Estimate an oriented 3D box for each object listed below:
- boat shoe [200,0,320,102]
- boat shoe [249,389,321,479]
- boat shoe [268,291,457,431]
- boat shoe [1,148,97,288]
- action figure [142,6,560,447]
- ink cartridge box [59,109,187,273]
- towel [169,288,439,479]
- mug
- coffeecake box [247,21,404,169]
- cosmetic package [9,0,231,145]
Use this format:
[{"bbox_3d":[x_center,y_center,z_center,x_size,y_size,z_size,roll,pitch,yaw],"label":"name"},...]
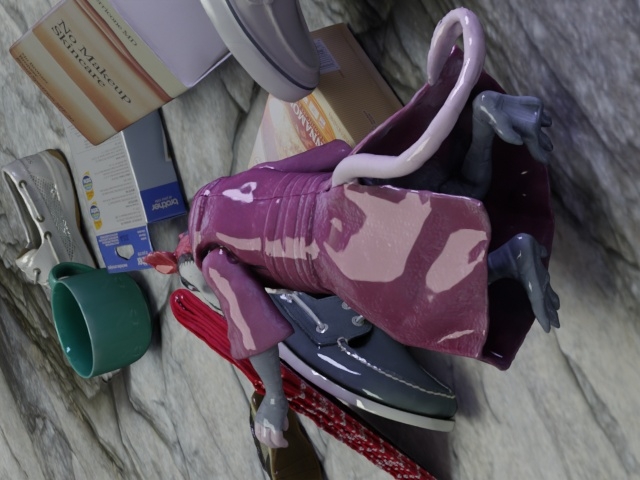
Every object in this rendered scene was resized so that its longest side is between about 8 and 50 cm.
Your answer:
[{"bbox_3d":[-0.058,-0.242,1.478,0.088,0.096,0.267,-21,107,25],"label":"boat shoe"},{"bbox_3d":[-0.039,0.233,1.925,0.049,0.056,0.152,116,141,-60],"label":"boat shoe"},{"bbox_3d":[0.017,0.076,1.655,0.319,0.116,0.099,33,102,42],"label":"boat shoe"},{"bbox_3d":[-0.364,0.021,2.362,0.098,0.096,0.277,-13,94,63],"label":"boat shoe"},{"bbox_3d":[0.000,0.000,1.398,0.370,0.248,0.275,-3,144,30],"label":"action figure"},{"bbox_3d":[-0.243,-0.118,2.091,0.186,0.065,0.311,-9,95,63],"label":"ink cartridge box"},{"bbox_3d":[-0.012,0.149,1.652,0.275,0.031,0.199,39,178,-40],"label":"towel"},{"bbox_3d":[-0.275,0.087,2.232,0.129,0.097,0.157,-32,76,63],"label":"mug"},{"bbox_3d":[0.009,-0.083,1.626,0.142,0.068,0.185,57,150,27],"label":"coffeecake box"},{"bbox_3d":[-0.193,-0.214,1.816,0.153,0.129,0.296,49,155,-9],"label":"cosmetic package"}]
